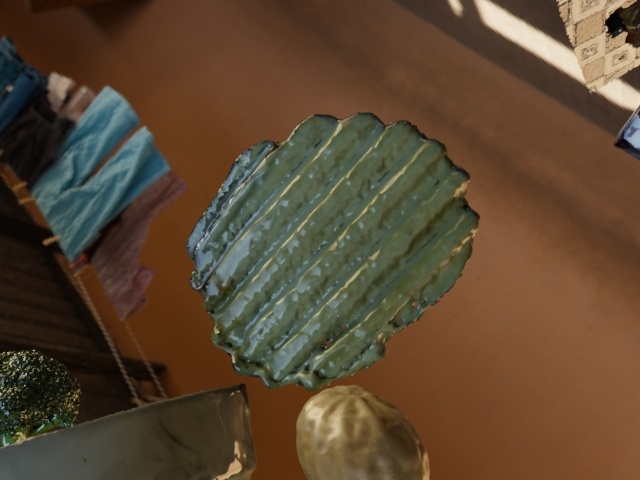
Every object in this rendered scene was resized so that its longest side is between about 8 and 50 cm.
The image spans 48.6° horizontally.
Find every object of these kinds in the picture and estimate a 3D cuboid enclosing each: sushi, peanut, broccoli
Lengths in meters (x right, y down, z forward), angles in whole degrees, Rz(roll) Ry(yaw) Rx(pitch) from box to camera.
[{"bbox_3d":[0.355,-0.278,0.789,0.210,0.192,0.040,39,-156,-55],"label":"sushi"},{"bbox_3d":[0.056,0.251,0.665,0.123,0.123,0.257,34,-151,-53],"label":"peanut"},{"bbox_3d":[-0.455,0.240,1.054,0.195,0.156,0.195,18,179,0],"label":"broccoli"}]

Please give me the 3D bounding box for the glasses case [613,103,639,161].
[{"bbox_3d":[0.330,-0.014,0.417,0.299,0.114,0.060,36,146,17],"label":"glasses case"}]

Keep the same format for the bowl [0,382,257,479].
[{"bbox_3d":[-0.179,0.217,0.473,0.307,0.307,0.163,23,-131,-70],"label":"bowl"}]

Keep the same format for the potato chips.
[{"bbox_3d":[0.000,0.000,1.001,0.358,0.429,0.070,46,-173,17],"label":"potato chips"}]
